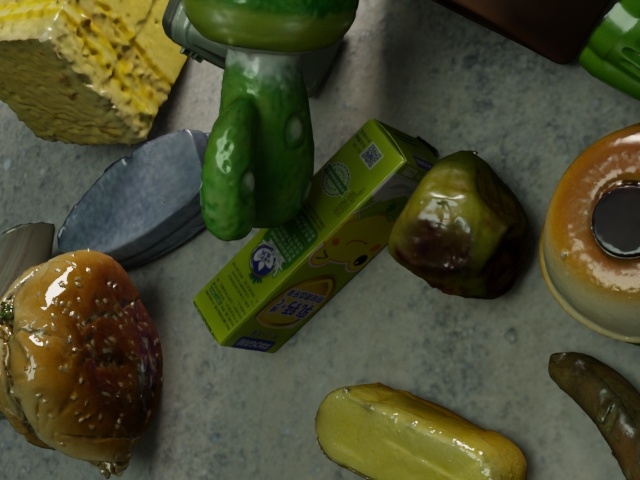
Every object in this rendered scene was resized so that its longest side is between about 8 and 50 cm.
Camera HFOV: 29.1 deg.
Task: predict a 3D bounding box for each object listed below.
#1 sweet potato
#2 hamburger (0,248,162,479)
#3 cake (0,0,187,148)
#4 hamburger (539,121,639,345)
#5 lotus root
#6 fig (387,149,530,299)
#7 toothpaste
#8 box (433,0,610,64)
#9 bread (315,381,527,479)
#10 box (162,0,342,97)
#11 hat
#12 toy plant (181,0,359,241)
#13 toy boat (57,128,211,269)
[{"bbox_3d":[0.315,0.203,1.209,0.075,0.075,0.273,-45,57,18],"label":"sweet potato"},{"bbox_3d":[-0.303,0.154,1.534,0.146,0.243,0.286,-9,81,30],"label":"hamburger"},{"bbox_3d":[-0.312,-0.298,1.636,0.227,0.222,0.286,5,60,34],"label":"cake"},{"bbox_3d":[0.323,-0.012,1.204,0.237,0.147,0.237,-8,74,28],"label":"hamburger"},{"bbox_3d":[0.374,-0.190,1.214,0.186,0.186,0.186,-8,75,33],"label":"lotus root"},{"bbox_3d":[0.147,-0.019,1.330,0.154,0.144,0.166,-3,53,1],"label":"fig"},{"bbox_3d":[0.000,0.000,1.441,0.327,0.110,0.077,-45,61,18],"label":"toothpaste"},{"bbox_3d":[0.169,-0.369,1.334,0.339,0.239,0.229,36,103,34],"label":"box"},{"bbox_3d":[0.108,0.230,1.331,0.245,0.094,0.102,19,100,36],"label":"bread"},{"bbox_3d":[-0.077,-0.263,1.491,0.129,0.210,0.148,30,96,31],"label":"box"},{"bbox_3d":[-0.407,0.106,1.653,0.161,0.232,0.275,16,88,5],"label":"hat"},{"bbox_3d":[-0.062,-0.163,1.321,0.184,0.224,0.316,12,110,14],"label":"toy plant"},{"bbox_3d":[-0.235,-0.042,1.631,0.283,0.078,0.127,-30,68,24],"label":"toy boat"}]
